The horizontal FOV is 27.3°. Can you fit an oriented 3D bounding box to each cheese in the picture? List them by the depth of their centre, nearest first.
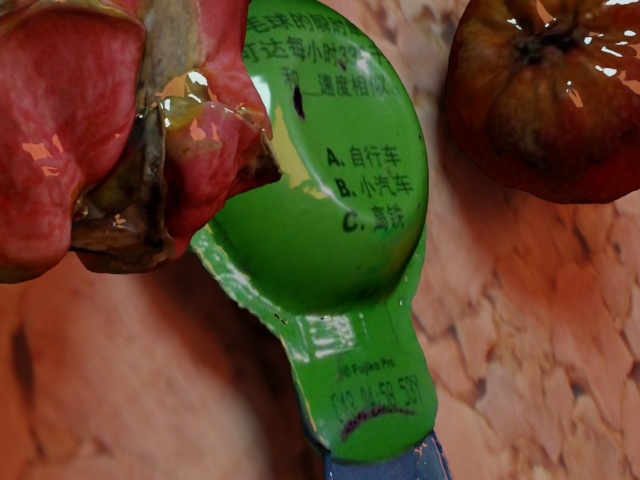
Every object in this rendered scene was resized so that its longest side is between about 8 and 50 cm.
[{"bbox_3d":[0.000,0.000,0.668,0.204,0.083,0.320,-5,78,-51],"label":"cheese"}]

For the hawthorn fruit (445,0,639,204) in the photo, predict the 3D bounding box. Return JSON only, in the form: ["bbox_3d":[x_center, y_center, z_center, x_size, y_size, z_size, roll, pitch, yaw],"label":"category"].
[{"bbox_3d":[0.161,-0.095,0.830,0.174,0.179,0.173,1,75,-6],"label":"hawthorn fruit"}]

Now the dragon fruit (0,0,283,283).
[{"bbox_3d":[-0.125,-0.088,0.456,0.224,0.227,0.224,-15,122,-26],"label":"dragon fruit"}]
